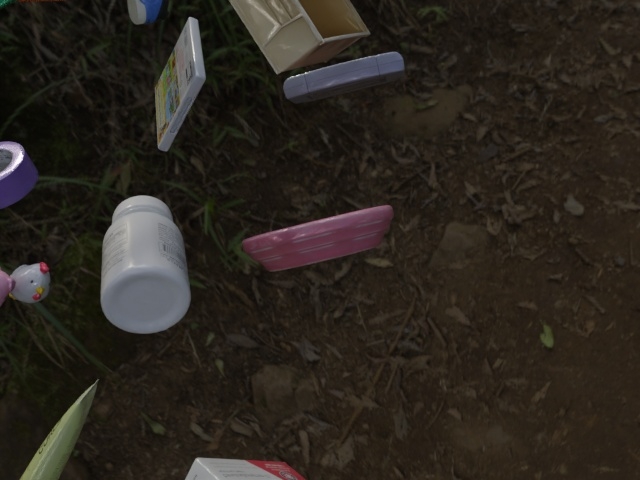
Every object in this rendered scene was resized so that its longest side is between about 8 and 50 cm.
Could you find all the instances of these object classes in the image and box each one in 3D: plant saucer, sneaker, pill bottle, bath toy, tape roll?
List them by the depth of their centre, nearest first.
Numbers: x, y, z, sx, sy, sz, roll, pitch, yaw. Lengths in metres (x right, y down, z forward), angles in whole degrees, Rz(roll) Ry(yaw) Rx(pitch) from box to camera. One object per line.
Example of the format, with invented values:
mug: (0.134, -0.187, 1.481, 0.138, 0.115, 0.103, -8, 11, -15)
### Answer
pill bottle: (-0.283, 0.029, 1.060, 0.131, 0.131, 0.229, -21, 38, -1)
sneaker: (-0.340, -0.510, 1.305, 0.084, 0.152, 0.058, -22, 29, -37)
plant saucer: (0.000, 0.000, 1.423, 0.332, 0.332, 0.084, -13, 90, 4)
bath toy: (-0.785, 0.094, 1.536, 0.129, 0.348, 0.151, -33, 66, 31)
tape roll: (-0.845, -0.169, 1.724, 0.189, 0.080, 0.189, -8, 46, 8)

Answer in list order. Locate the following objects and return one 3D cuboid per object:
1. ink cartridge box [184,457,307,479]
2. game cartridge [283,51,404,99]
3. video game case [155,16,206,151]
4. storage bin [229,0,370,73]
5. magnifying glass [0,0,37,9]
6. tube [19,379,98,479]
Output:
ink cartridge box: (-0.050, 0.561, 1.187, 0.385, 0.279, 0.160, 24, 88, 41)
game cartridge: (0.062, -0.404, 1.649, 0.297, 0.198, 0.062, -12, 91, 8)
video game case: (-0.307, -0.339, 1.431, 0.026, 0.206, 0.227, 15, 42, -30)
storage bin: (-0.056, -0.489, 1.343, 0.123, 0.262, 0.260, -30, 95, 31)
magnifying glass: (-0.514, -0.398, 1.064, 0.231, 0.026, 0.092, -26, 93, -47)
tube: (-0.462, 0.359, 1.167, 0.070, 0.062, 0.240, 39, 101, 42)
